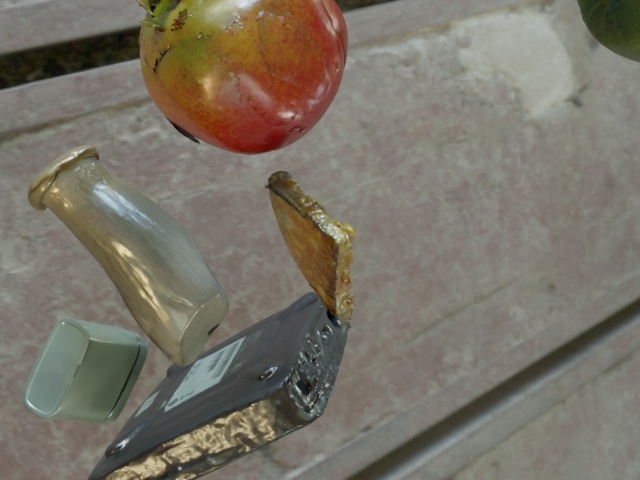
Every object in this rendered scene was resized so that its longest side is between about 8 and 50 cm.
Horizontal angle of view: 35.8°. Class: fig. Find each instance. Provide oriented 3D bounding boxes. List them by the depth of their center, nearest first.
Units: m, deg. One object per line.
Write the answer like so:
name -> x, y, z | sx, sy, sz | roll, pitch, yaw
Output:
fig -> 0.484, -0.348, 1.328 | 0.235, 0.203, 0.203 | -19, 105, -19

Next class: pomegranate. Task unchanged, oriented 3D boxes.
pomegranate -> -0.084, -0.197, 0.988 | 0.235, 0.210, 0.210 | 48, 63, -34

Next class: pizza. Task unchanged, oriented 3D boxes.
pizza -> 0.000, 0.000, 1.039 | 0.041, 0.131, 0.178 | -29, 84, -23

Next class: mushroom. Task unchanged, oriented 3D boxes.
mushroom -> -0.177, 0.012, 0.979 | 0.247, 0.108, 0.096 | 51, 61, -13

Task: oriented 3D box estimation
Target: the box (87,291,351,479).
box -> -0.133, 0.214, 1.387 | 0.091, 0.350, 0.359 | 59, 17, -11

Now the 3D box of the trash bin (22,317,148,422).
trash bin -> -0.270, 0.153, 1.151 | 0.116, 0.059, 0.130 | -66, 157, -3
